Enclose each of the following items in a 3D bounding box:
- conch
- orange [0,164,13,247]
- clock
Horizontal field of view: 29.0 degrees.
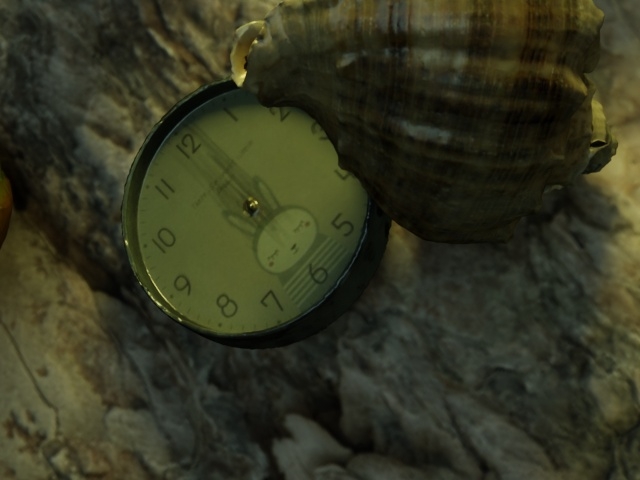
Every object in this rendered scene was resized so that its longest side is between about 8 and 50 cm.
[{"bbox_3d":[0.091,-0.076,0.829,0.291,0.210,0.159,-1,80,-27],"label":"conch"},{"bbox_3d":[-0.411,-0.020,0.947,0.334,0.262,0.196,23,120,2],"label":"orange"},{"bbox_3d":[-0.053,-0.025,0.949,0.214,0.042,0.215,-4,77,19],"label":"clock"}]
